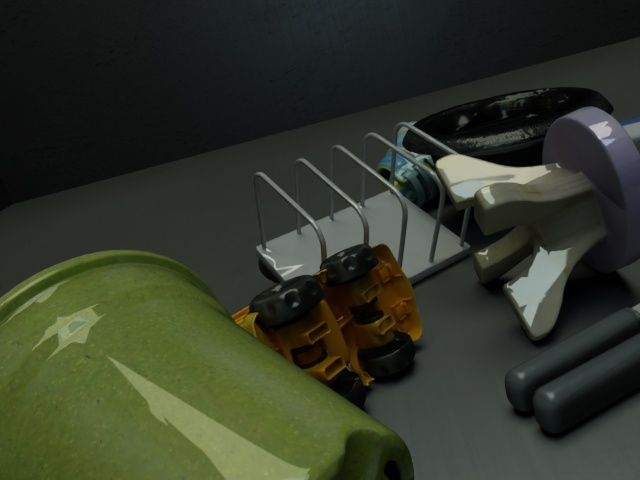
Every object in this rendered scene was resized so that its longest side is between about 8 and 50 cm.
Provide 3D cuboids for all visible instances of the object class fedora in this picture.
[{"bbox_3d":[0.315,-0.148,0.955,0.334,0.152,0.334,-13,22,5],"label":"fedora"}]

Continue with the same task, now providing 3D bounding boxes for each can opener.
[{"bbox_3d":[0.302,0.084,0.540,0.281,0.093,0.074,-26,22,-14],"label":"can opener"}]

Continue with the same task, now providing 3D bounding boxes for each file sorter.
[{"bbox_3d":[0.065,-0.040,0.832,0.278,0.173,0.193,-24,46,-25],"label":"file sorter"}]

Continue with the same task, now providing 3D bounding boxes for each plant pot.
[{"bbox_3d":[-0.087,0.169,0.394,0.254,0.275,0.276,16,36,37],"label":"plant pot"}]

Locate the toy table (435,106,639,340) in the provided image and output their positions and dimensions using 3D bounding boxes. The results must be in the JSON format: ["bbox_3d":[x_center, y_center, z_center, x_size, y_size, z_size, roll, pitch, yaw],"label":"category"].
[{"bbox_3d":[0.263,-0.023,0.671,0.161,0.274,0.252,-25,52,5],"label":"toy table"}]

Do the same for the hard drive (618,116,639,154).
[{"bbox_3d":[0.518,-0.127,0.817,0.319,0.040,0.210,-13,-25,7],"label":"hard drive"}]

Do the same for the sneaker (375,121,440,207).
[{"bbox_3d":[0.257,-0.126,1.124,0.319,0.127,0.208,15,52,36],"label":"sneaker"}]

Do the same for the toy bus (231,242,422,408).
[{"bbox_3d":[-0.021,0.111,0.662,0.220,0.149,0.212,-29,7,-38],"label":"toy bus"}]

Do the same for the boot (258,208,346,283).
[{"bbox_3d":[-0.001,0.002,1.009,0.190,0.076,0.208,1,28,5],"label":"boot"}]
